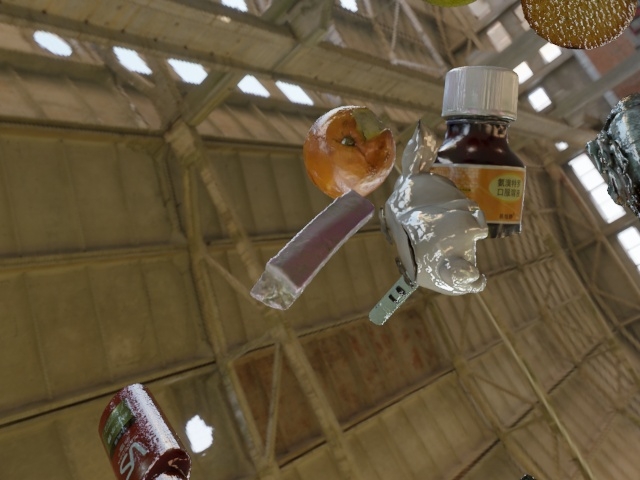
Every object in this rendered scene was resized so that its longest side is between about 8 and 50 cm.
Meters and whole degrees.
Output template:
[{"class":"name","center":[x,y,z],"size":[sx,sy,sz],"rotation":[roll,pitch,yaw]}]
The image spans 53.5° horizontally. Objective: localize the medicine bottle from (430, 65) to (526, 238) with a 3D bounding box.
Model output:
[{"class":"medicine bottle","center":[0.355,-0.199,1.481],"size":[0.242,0.242,0.395],"rotation":[-11,-77,-55]}]

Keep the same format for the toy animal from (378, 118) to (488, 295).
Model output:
[{"class":"toy animal","center":[0.191,-0.044,1.110],"size":[0.154,0.208,0.325],"rotation":[-10,-119,-8]}]

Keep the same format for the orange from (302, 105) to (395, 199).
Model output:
[{"class":"orange","center":[0.071,-0.225,1.623],"size":[0.240,0.240,0.240],"rotation":[33,-142,-30]}]

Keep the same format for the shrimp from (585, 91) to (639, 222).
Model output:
[{"class":"shrimp","center":[0.313,-0.072,0.632],"size":[0.090,0.079,0.233],"rotation":[16,-134,5]}]

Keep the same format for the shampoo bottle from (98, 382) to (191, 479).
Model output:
[{"class":"shampoo bottle","center":[-0.266,0.332,0.972],"size":[0.076,0.118,0.314],"rotation":[40,172,-31]}]

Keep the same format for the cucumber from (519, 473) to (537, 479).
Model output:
[{"class":"cucumber","center":[0.577,0.640,1.431],"size":[0.067,0.068,0.293],"rotation":[10,-165,-48]}]

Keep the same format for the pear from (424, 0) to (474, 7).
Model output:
[{"class":"pear","center":[0.231,-0.555,1.153],"size":[0.307,0.253,0.253],"rotation":[-6,-116,-46]}]

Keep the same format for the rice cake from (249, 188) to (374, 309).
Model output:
[{"class":"rice cake","center":[0.000,0.000,1.042],"size":[0.072,0.056,0.365],"rotation":[37,-145,7]}]

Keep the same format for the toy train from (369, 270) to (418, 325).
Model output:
[{"class":"toy train","center":[0.168,0.133,1.446],"size":[0.043,0.207,0.047],"rotation":[44,-139,10]}]

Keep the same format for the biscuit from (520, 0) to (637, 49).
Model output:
[{"class":"biscuit","center":[0.475,-0.414,1.184],"size":[0.025,0.206,0.126],"rotation":[-56,-32,-28]}]
